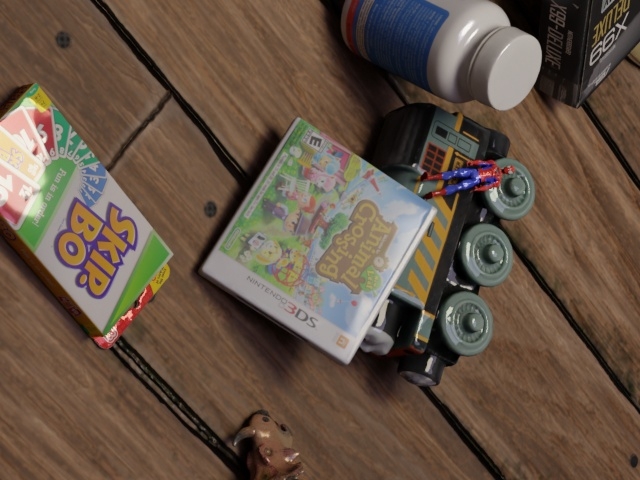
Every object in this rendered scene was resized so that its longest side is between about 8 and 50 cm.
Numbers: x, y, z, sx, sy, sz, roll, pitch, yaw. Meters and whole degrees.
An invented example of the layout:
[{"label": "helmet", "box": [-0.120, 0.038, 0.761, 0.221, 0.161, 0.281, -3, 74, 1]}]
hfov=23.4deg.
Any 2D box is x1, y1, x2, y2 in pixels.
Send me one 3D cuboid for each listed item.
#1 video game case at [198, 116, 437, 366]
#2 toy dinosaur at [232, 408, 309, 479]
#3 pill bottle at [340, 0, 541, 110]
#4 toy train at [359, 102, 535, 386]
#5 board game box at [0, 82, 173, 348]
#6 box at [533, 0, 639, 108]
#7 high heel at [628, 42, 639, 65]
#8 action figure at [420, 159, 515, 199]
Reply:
[{"label": "video game case", "box": [0.000, 0.000, 1.708, 0.193, 0.023, 0.212, 33, 72, -6]}, {"label": "toy dinosaur", "box": [-0.001, 0.322, 1.630, 0.200, 0.296, 0.127, 36, 94, -32]}, {"label": "pill bottle", "box": [0.139, -0.231, 1.771, 0.124, 0.221, 0.124, -28, 135, -33]}, {"label": "toy train", "box": [0.126, -0.001, 1.827, 0.190, 0.142, 0.334, 27, 71, -24]}, {"label": "board game box", "box": [-0.251, -0.020, 1.555, 0.124, 0.039, 0.259, -53, 122, -30]}, {"label": "box", "box": [0.399, -0.356, 2.023, 0.307, 0.076, 0.242, -45, 152, -28]}, {"label": "high heel", "box": [0.502, -0.337, 2.230, 0.261, 0.093, 0.186, 7, 62, -30]}, {"label": "action figure", "box": [0.173, -0.072, 1.777, 0.115, 0.030, 0.038, -12, 79, -24]}]
